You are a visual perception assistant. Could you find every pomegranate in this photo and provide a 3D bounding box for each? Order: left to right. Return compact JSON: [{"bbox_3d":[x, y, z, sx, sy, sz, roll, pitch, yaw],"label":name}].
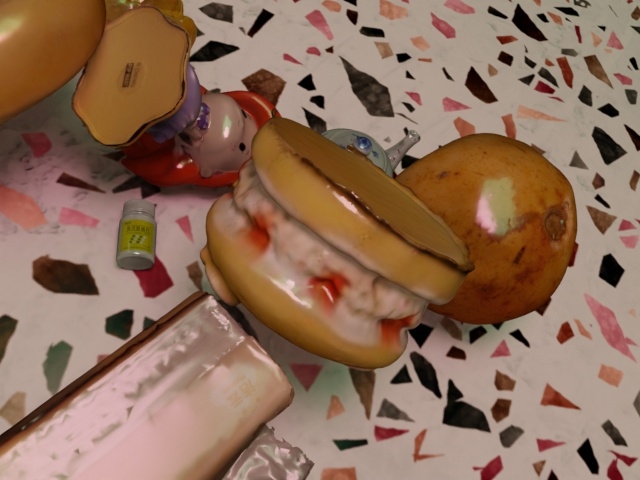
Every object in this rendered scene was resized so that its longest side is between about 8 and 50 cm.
[{"bbox_3d":[0.203,-0.019,0.799,0.265,0.264,0.264,9,61,-16],"label":"pomegranate"}]

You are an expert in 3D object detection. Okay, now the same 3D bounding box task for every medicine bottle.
[{"bbox_3d":[-0.233,-0.007,0.753,0.047,0.047,0.083,4,63,-18],"label":"medicine bottle"}]

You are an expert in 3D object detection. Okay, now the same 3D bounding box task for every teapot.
[{"bbox_3d":[0.033,-0.096,0.839,0.232,0.159,0.158,-22,73,-29],"label":"teapot"}]

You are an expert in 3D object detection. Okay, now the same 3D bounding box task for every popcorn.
[{"bbox_3d":[-0.261,-0.303,0.853,0.167,0.152,0.148,34,90,-28],"label":"popcorn"}]

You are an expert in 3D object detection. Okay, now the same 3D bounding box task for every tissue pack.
[{"bbox_3d":[-0.173,0.234,0.550,0.238,0.238,0.306,47,57,8],"label":"tissue pack"}]

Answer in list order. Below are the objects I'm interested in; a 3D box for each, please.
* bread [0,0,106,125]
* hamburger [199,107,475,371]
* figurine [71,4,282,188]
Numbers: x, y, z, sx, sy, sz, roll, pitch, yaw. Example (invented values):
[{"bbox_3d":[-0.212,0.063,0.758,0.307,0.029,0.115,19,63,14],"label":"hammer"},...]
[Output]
[{"bbox_3d":[-0.445,-0.257,0.633,0.424,0.245,0.328,24,78,31],"label":"bread"},{"bbox_3d":[0.000,0.000,0.635,0.261,0.186,0.302,27,21,-32],"label":"hamburger"},{"bbox_3d":[-0.179,-0.155,0.762,0.208,0.257,0.180,-34,66,8],"label":"figurine"}]
